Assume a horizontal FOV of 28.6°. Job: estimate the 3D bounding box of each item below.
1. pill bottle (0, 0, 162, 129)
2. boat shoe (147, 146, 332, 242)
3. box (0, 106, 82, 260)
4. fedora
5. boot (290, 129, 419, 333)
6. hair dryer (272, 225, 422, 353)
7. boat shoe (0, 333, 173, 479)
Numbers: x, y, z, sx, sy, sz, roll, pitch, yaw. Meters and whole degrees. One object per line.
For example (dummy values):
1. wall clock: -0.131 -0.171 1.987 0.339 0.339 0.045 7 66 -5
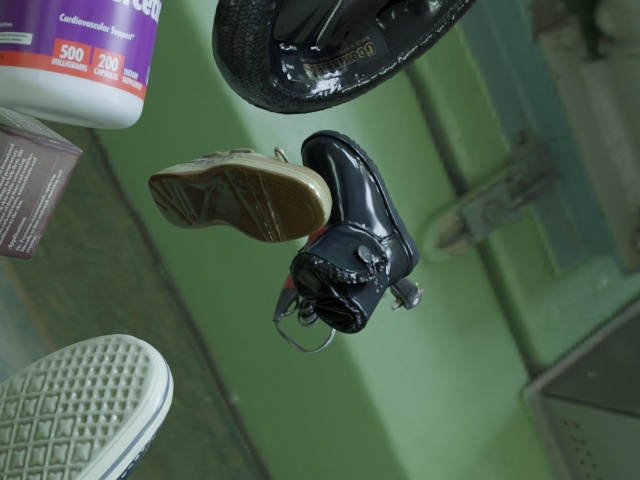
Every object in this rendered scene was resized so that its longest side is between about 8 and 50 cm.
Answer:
1. pill bottle: -0.266 -0.297 1.416 0.181 0.181 0.323 11 87 -33
2. boat shoe: -0.085 -0.066 1.456 0.089 0.285 0.105 -40 123 -35
3. box: -0.451 -0.095 1.590 0.203 0.167 0.168 18 103 -55
4. fedora: 0.020 -0.270 1.056 0.334 0.152 0.334 -32 152 -20
5. boot: 0.021 -0.015 1.679 0.246 0.094 0.207 57 34 -5
6. hair dryer: 0.000 0.000 1.789 0.223 0.080 0.293 -19 65 -27
7. boat shoe: -0.310 0.296 1.241 0.500 0.187 0.156 -50 137 7
